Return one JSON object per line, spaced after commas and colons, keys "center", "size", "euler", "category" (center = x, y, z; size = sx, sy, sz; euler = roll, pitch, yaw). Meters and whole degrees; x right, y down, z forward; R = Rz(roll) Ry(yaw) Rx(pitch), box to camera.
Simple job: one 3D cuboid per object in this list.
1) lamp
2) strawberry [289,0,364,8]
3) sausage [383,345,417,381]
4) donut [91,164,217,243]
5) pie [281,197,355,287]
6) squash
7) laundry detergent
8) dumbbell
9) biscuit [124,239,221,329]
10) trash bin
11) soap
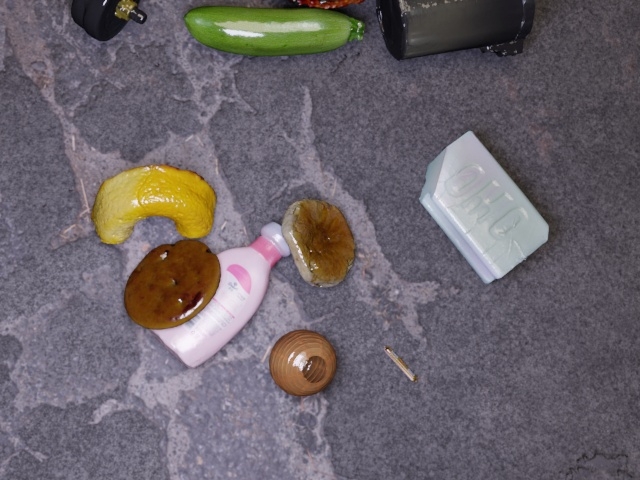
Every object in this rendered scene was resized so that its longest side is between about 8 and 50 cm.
{"center": [-0.036, 0.243, 1.727], "size": [0.137, 0.136, 0.136], "euler": [2, 77, -7], "category": "lamp"}
{"center": [0.012, -0.562, 1.880], "size": [0.234, 0.137, 0.306], "euler": [-28, 57, -5], "category": "strawberry"}
{"center": [0.167, 0.258, 1.810], "size": [0.015, 0.015, 0.100], "euler": [-42, 86, -14], "category": "sausage"}
{"center": [-0.337, -0.077, 1.736], "size": [0.259, 0.152, 0.101], "euler": [-4, 52, -7], "category": "donut"}
{"center": [0.000, 0.000, 1.794], "size": [0.195, 0.046, 0.195], "euler": [19, 62, -39], "category": "pie"}
{"center": [-0.097, -0.454, 1.887], "size": [0.395, 0.107, 0.107], "euler": [-1, 78, -9], "category": "squash"}
{"center": [-0.189, 0.098, 1.761], "size": [0.159, 0.088, 0.335], "euler": [40, 74, 14], "category": "laundry detergent"}
{"center": [-0.530, -0.566, 1.813], "size": [0.388, 0.185, 0.185], "euler": [32, 75, 0], "category": "dumbbell"}
{"center": [-0.297, 0.084, 1.724], "size": [0.212, 0.036, 0.212], "euler": [-11, 49, 13], "category": "biscuit"}
{"center": [0.290, -0.511, 1.903], "size": [0.302, 0.203, 0.251], "euler": [-12, 104, -10], "category": "trash bin"}
{"center": [0.342, -0.072, 1.866], "size": [0.173, 0.095, 0.289], "euler": [-36, 84, -14], "category": "soap"}
